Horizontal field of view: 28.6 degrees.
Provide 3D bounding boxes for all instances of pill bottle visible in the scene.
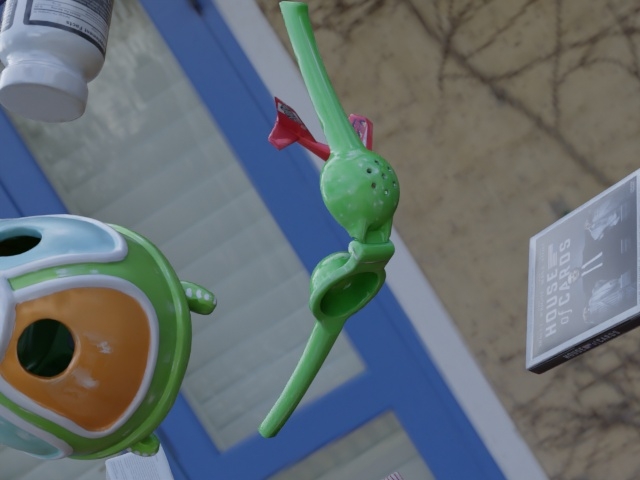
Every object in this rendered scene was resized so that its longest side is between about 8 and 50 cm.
[{"bbox_3d":[-0.402,-0.331,1.911,0.162,0.278,0.162,5,-20,2],"label":"pill bottle"}]

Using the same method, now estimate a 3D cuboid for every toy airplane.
[{"bbox_3d":[0.007,-0.082,1.190,0.028,0.151,0.151,-40,-2,35],"label":"toy airplane"}]

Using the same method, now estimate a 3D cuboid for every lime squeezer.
[{"bbox_3d":[0.000,0.000,0.841,0.110,0.310,0.059,10,14,32],"label":"lime squeezer"}]

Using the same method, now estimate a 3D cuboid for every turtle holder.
[{"bbox_3d":[-0.284,0.069,1.224,0.243,0.320,0.227,-52,-33,15],"label":"turtle holder"}]

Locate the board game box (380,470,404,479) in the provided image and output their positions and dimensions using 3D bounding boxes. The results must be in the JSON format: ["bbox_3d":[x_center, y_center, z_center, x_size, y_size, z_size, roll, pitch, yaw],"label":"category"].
[{"bbox_3d":[-0.012,0.284,1.100,0.193,0.045,0.147,-41,-14,14],"label":"board game box"}]

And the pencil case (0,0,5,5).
[{"bbox_3d":[-0.449,-0.333,1.331,0.119,0.133,0.306,-63,-22,-3],"label":"pencil case"}]

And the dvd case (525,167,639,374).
[{"bbox_3d":[0.313,0.035,1.428,0.238,0.029,0.179,-39,38,54],"label":"dvd case"}]

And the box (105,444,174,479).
[{"bbox_3d":[-0.259,0.369,1.832,0.087,0.102,0.101,-15,-28,-18],"label":"box"}]
